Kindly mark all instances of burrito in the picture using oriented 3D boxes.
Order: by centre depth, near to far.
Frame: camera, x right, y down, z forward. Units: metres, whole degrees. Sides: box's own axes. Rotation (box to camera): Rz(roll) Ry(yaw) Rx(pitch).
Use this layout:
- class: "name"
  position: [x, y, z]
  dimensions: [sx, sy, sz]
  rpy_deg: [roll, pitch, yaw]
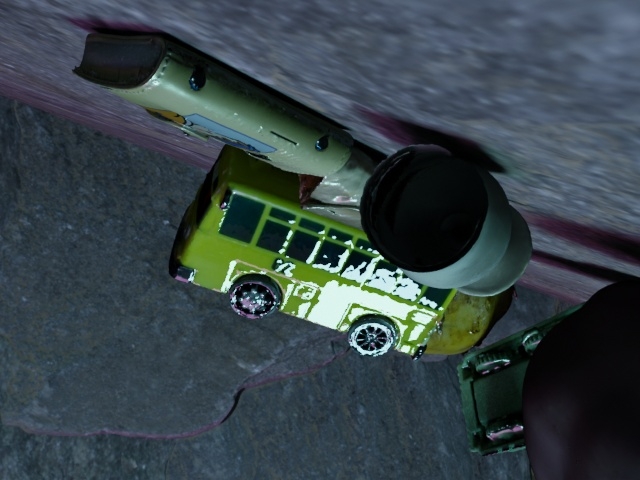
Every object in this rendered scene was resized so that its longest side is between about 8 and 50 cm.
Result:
- class: "burrito"
  position: [0.065, -0.023, 0.617]
  dimensions: [0.226, 0.060, 0.087]
  rpy_deg: [21, 170, -35]

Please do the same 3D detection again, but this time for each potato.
- class: "potato"
  position: [0.145, 0.061, 0.982]
  dimensions: [0.140, 0.173, 0.300]
  rpy_deg: [-9, 160, 44]

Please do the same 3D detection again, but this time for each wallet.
- class: "wallet"
  position: [-0.068, -0.082, 0.484]
  dimensions: [0.155, 0.039, 0.110]
  rpy_deg: [21, 178, -44]

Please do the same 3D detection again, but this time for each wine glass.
- class: "wine glass"
  position: [0.086, -0.007, 0.486]
  dimensions: [0.079, 0.079, 0.195]
  rpy_deg: [20, -179, 21]

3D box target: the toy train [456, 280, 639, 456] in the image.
- class: "toy train"
  position: [0.320, 0.167, 0.908]
  dimensions: [0.178, 0.139, 0.330]
  rpy_deg: [12, 149, -32]

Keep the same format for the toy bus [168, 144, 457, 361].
- class: "toy bus"
  position: [0.000, 0.000, 0.745]
  dimensions: [0.262, 0.150, 0.128]
  rpy_deg: [20, -150, -13]

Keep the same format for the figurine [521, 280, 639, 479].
- class: "figurine"
  position: [0.326, 0.158, 0.620]
  dimensions: [0.364, 0.218, 0.206]
  rpy_deg: [11, -132, -28]
